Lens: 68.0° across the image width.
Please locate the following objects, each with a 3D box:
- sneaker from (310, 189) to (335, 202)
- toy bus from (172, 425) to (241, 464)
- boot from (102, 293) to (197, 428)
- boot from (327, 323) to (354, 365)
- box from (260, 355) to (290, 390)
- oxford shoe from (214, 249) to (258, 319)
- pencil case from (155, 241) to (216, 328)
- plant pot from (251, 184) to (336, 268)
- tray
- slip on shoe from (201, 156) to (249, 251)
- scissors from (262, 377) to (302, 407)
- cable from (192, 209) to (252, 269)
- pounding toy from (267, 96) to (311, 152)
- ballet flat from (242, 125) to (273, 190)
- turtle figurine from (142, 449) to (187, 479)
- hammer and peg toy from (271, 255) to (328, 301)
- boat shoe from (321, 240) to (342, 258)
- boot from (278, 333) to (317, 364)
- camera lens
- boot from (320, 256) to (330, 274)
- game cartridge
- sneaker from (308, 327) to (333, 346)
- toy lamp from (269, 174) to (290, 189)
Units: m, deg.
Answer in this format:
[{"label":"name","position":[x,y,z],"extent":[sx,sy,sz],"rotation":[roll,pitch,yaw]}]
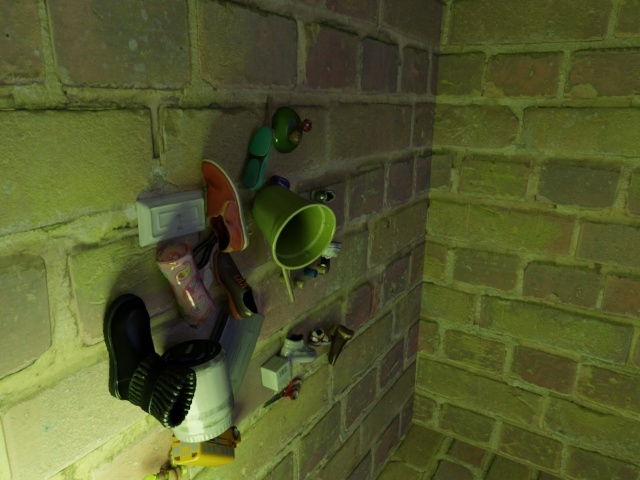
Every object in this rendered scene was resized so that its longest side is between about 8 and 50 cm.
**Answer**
[{"label":"sneaker","position":[0.037,-0.203,2.221],"extent":[0.192,0.086,0.064],"rotation":[-6,104,-58]},{"label":"toy bus","position":[-0.395,0.729,1.694],"extent":[0.333,0.108,0.130],"rotation":[58,17,-59]},{"label":"boot","position":[-0.481,0.339,1.359],"extent":[0.131,0.260,0.348],"rotation":[-20,116,-55]},{"label":"boot","position":[0.100,0.555,2.471],"extent":[0.248,0.090,0.207],"rotation":[166,-60,-84]},{"label":"box","position":[-0.195,0.580,2.077],"extent":[0.101,0.087,0.102],"rotation":[-33,127,-51]},{"label":"oxford shoe","position":[-0.298,0.153,1.717],"extent":[0.097,0.098,0.271],"rotation":[-35,107,-51]},{"label":"pencil case","position":[-0.431,0.144,1.527],"extent":[0.124,0.124,0.284],"rotation":[-48,138,-41]},{"label":"plant pot","position":[-0.125,-0.076,1.785],"extent":[0.276,0.254,0.276],"rotation":[-25,137,-26]},{"label":"tray","position":[-0.455,-0.075,1.500],"extent":[0.270,0.030,0.145],"rotation":[-22,118,-55]},{"label":"slip on shoe","position":[-0.330,-0.113,1.576],"extent":[0.101,0.123,0.331],"rotation":[-28,111,-44]},{"label":"scissors","position":[-0.175,0.710,2.224],"extent":[0.297,0.021,0.109],"rotation":[16,88,-58]},{"label":"cable","position":[-0.351,-0.014,1.651],"extent":[0.287,0.072,0.140],"rotation":[-46,130,-43]},{"label":"pounding toy","position":[-0.115,-0.441,1.872],"extent":[0.237,0.110,0.183],"rotation":[16,85,-60]},{"label":"ballet flat","position":[-0.231,-0.302,1.771],"extent":[0.087,0.083,0.247],"rotation":[62,42,-80]},{"label":"turtle figurine","position":[-0.515,0.796,1.614],"extent":[0.217,0.087,0.270],"rotation":[15,73,-74]},{"label":"hammer and peg toy","position":[-0.102,0.087,2.044],"extent":[0.361,0.127,0.266],"rotation":[-28,125,-53]},{"label":"boat shoe","position":[0.036,0.041,2.045],"extent":[0.226,0.083,0.076],"rotation":[6,95,-61]},{"label":"boot","position":[-0.089,0.498,2.218],"extent":[0.258,0.095,0.123],"rotation":[7,100,-58]},{"label":"camera lens","position":[-0.403,0.477,1.547],"extent":[0.219,0.219,0.274],"rotation":[-25,112,-54]},{"label":"boot","position":[0.000,0.000,2.241],"extent":[0.115,0.112,0.305],"rotation":[-69,159,-69]},{"label":"game cartridge","position":[-0.345,0.427,1.814],"extent":[0.230,0.068,0.355],"rotation":[45,61,-59]},{"label":"sneaker","position":[0.012,0.483,2.410],"extent":[0.185,0.069,0.084],"rotation":[-3,107,-60]},{"label":"toy lamp","position":[-0.126,-0.187,1.969],"extent":[0.274,0.080,0.080],"rotation":[41,64,-58]}]
